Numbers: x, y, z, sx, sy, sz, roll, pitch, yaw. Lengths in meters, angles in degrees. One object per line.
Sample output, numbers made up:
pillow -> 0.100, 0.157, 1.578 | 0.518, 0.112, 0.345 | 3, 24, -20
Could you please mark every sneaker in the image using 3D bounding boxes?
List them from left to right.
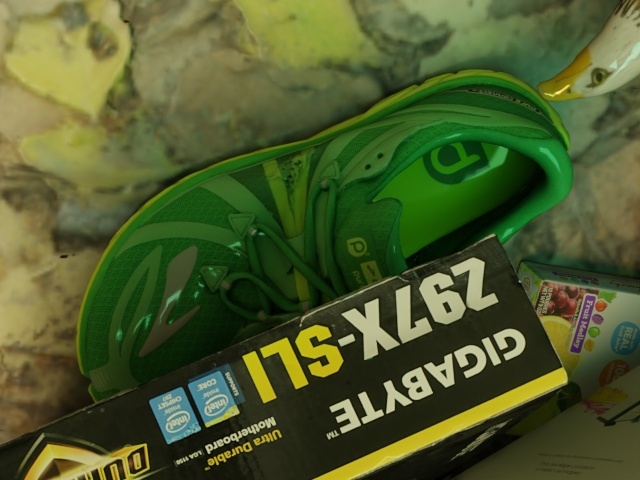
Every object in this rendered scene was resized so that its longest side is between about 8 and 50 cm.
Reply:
sneaker -> 0.000, 0.000, 0.858 | 0.296, 0.123, 0.109 | -30, 111, -3

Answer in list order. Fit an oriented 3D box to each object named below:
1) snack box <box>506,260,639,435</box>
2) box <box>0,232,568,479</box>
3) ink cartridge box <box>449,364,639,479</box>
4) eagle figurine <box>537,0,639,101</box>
snack box -> 0.177, 0.073, 0.974 | 0.141, 0.037, 0.100 | 9, 107, -17
box -> -0.044, 0.119, 0.781 | 0.257, 0.322, 0.079 | -21, 77, -13
ink cartridge box -> 0.204, 0.163, 0.837 | 0.233, 0.168, 0.171 | -26, 99, -27
eagle figurine -> 0.221, -0.107, 0.832 | 0.225, 0.226, 0.298 | -29, 98, 33
